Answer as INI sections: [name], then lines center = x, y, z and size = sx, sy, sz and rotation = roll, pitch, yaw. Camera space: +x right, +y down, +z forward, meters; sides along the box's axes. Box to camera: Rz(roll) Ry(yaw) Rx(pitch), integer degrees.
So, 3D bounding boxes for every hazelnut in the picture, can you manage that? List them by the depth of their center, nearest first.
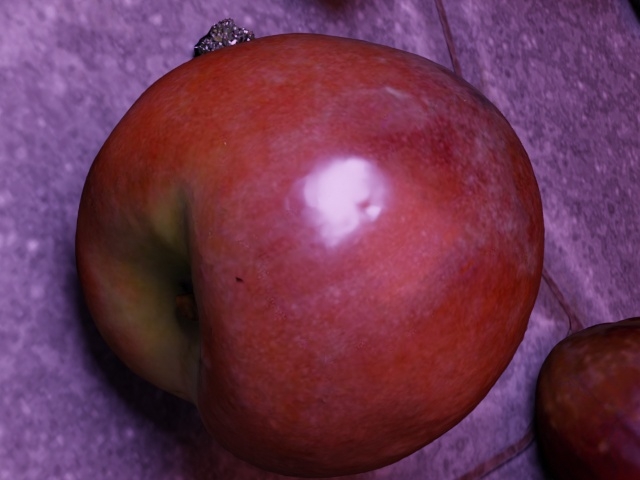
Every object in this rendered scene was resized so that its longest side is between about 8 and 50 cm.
[hazelnut]
center = 0.293, 0.148, 1.008
size = 0.234, 0.218, 0.218
rotation = 21, 65, -44

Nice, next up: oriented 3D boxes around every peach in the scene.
[peach]
center = 0.000, 0.000, 0.667
size = 0.252, 0.252, 0.252
rotation = 16, 68, -45

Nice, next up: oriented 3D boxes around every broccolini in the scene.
[broccolini]
center = -0.033, -0.043, 0.823
size = 0.044, 0.042, 0.218
rotation = -23, 103, -22

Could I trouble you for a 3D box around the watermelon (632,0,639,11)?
[watermelon]
center = 0.370, -0.275, 1.286
size = 0.133, 0.105, 0.105
rotation = -5, 84, -37
